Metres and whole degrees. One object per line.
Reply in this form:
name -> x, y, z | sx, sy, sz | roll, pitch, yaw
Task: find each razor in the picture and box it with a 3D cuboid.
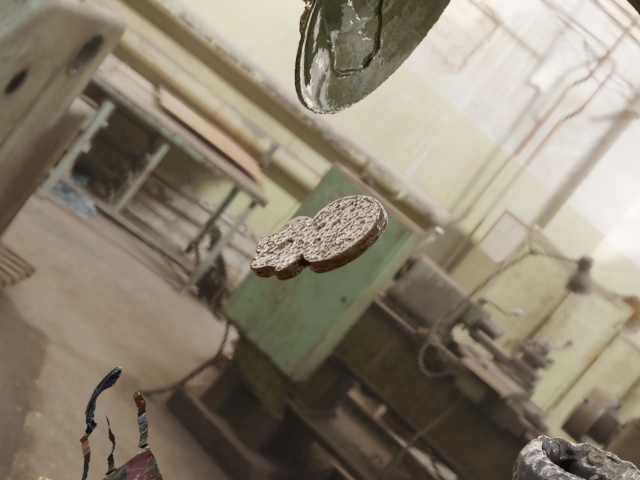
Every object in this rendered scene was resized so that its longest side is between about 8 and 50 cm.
razor -> -0.350, 0.251, 1.514 | 0.028, 0.155, 0.044 | 30, 31, 1

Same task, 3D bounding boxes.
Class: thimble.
thimble -> 0.348, 0.383, 1.312 | 0.205, 0.172, 0.236 | 14, 7, -22

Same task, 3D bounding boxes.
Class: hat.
hat -> 0.027, -0.236, 0.785 | 0.110, 0.252, 0.252 | 39, 7, 17

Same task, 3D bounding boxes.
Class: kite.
kite -> -0.278, 0.315, 1.275 | 0.022, 0.204, 0.360 | 44, 7, -20

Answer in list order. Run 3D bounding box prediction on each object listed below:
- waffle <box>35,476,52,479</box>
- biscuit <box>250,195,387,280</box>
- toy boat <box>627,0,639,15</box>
waffle -> -0.248, 0.281, 0.804 | 0.192, 0.161, 0.046 | -4, -31, 42
biscuit -> 0.000, 0.000, 1.121 | 0.026, 0.175, 0.124 | 58, 29, -28
toy boat -> 0.453, -0.352, 1.250 | 0.321, 0.121, 0.089 | -104, 179, -48
